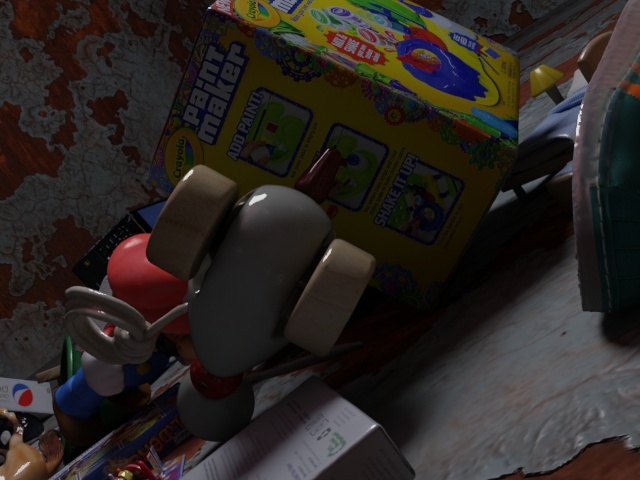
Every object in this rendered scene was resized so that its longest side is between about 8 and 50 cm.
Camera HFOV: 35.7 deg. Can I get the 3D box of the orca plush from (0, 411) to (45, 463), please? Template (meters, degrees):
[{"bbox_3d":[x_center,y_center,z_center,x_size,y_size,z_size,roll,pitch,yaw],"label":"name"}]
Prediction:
[{"bbox_3d":[-0.613,0.356,1.815,0.151,0.102,0.287,-40,9,-38],"label":"orca plush"}]

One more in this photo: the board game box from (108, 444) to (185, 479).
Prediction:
[{"bbox_3d":[-0.190,0.239,0.910,0.133,0.033,0.168,-35,7,-1],"label":"board game box"}]

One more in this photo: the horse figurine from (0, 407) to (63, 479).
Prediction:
[{"bbox_3d":[-0.424,0.306,1.244,0.263,0.066,0.174,-27,42,-35],"label":"horse figurine"}]

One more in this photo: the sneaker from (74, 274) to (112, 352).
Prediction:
[{"bbox_3d":[-0.319,0.178,1.707,0.169,0.108,0.292,3,-46,-34],"label":"sneaker"}]

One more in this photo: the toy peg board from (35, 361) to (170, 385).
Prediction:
[{"bbox_3d":[-0.315,0.208,1.519,0.161,0.079,0.160,-21,-7,30],"label":"toy peg board"}]

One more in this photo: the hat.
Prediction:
[{"bbox_3d":[-0.263,0.214,1.380,0.183,0.173,0.208,1,-14,-18],"label":"hat"}]

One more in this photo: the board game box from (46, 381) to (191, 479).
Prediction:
[{"bbox_3d":[-0.217,0.232,1.074,0.201,0.035,0.136,-37,7,-13],"label":"board game box"}]

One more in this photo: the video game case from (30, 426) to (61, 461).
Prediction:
[{"bbox_3d":[-0.399,0.302,1.522,0.157,0.019,0.143,-35,7,4],"label":"video game case"}]

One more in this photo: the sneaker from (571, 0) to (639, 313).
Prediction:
[{"bbox_3d":[0.242,-0.071,0.649,0.121,0.108,0.302,5,45,26],"label":"sneaker"}]

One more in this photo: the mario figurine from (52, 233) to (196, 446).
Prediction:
[{"bbox_3d":[-0.192,0.132,1.125,0.320,0.170,0.198,-54,23,42],"label":"mario figurine"}]

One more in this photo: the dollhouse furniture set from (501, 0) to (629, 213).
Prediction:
[{"bbox_3d":[0.231,-0.163,0.956,0.286,0.198,0.303,-39,8,-30],"label":"dollhouse furniture set"}]

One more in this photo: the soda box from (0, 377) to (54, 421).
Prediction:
[{"bbox_3d":[-0.608,0.301,1.861,0.074,0.069,0.216,-31,-27,26],"label":"soda box"}]

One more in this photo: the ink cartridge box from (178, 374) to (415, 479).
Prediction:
[{"bbox_3d":[-0.062,0.181,0.637,0.224,0.045,0.223,-35,5,-7],"label":"ink cartridge box"}]

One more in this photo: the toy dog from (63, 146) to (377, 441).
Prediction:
[{"bbox_3d":[-0.053,0.038,0.818,0.333,0.220,0.161,-31,19,54],"label":"toy dog"}]

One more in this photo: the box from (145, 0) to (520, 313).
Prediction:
[{"bbox_3d":[0.027,-0.121,0.950,0.290,0.279,0.177,-69,4,-61],"label":"box"}]

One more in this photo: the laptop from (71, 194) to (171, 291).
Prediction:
[{"bbox_3d":[-0.336,0.056,2.089,0.264,0.234,0.136,-48,34,-18],"label":"laptop"}]
